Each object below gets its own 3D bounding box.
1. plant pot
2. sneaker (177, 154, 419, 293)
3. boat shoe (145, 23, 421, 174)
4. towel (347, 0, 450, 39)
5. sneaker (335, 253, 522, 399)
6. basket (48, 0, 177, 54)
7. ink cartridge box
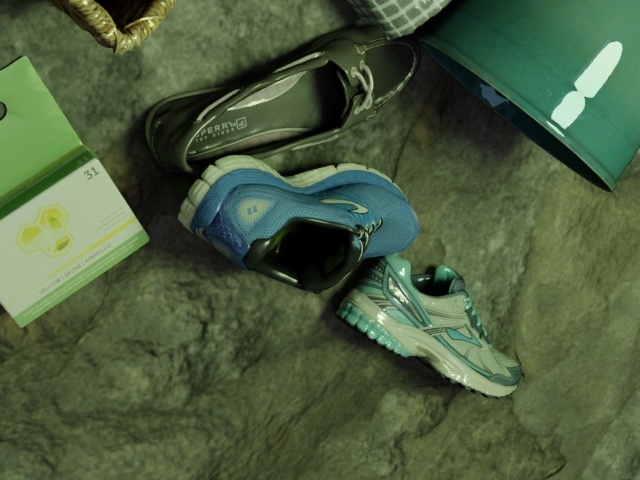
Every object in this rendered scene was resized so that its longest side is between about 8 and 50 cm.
[{"bbox_3d":[0.291,-0.235,1.542,0.272,0.271,0.255,35,96,-34],"label":"plant pot"},{"bbox_3d":[0.000,0.000,1.543,0.330,0.147,0.129,-1,132,-48],"label":"sneaker"},{"bbox_3d":[-0.024,-0.144,1.535,0.335,0.095,0.112,-21,120,-17],"label":"boat shoe"},{"bbox_3d":[0.105,-0.386,1.478,0.283,0.121,0.235,-45,125,-2],"label":"towel"},{"bbox_3d":[0.160,0.103,1.734,0.283,0.110,0.122,27,94,-33],"label":"sneaker"},{"bbox_3d":[-0.214,-0.354,1.271,0.213,0.223,0.299,-40,123,-6],"label":"basket"},{"bbox_3d":[-0.308,-0.047,1.462,0.171,0.056,0.235,-35,125,-9],"label":"ink cartridge box"}]
